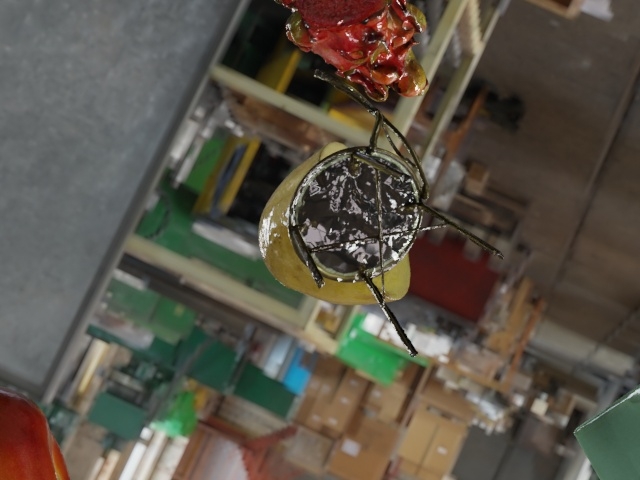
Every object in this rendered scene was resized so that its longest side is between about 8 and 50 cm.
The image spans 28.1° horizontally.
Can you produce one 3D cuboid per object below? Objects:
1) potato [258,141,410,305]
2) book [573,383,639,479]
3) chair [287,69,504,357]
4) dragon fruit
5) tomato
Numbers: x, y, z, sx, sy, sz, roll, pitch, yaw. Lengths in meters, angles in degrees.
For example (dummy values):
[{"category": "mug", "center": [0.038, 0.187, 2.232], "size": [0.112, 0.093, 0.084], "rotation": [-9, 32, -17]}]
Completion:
[{"category": "potato", "center": [0.000, 0.000, 1.565], "size": [0.158, 0.178, 0.203], "rotation": [-26, 120, 31]}, {"category": "book", "center": [0.173, 0.088, 0.507], "size": [0.017, 0.135, 0.103], "rotation": [-8, -119, -43]}, {"category": "chair", "center": [0.046, -0.034, 1.291], "size": [0.160, 0.170, 0.325], "rotation": [37, -173, -27]}, {"category": "dragon fruit", "center": [0.048, -0.233, 1.407], "size": [0.208, 0.133, 0.150], "rotation": [45, 180, -18]}, {"category": "tomato", "center": [-0.279, 0.216, 1.062], "size": [0.136, 0.195, 0.195], "rotation": [-16, 177, -6]}]
